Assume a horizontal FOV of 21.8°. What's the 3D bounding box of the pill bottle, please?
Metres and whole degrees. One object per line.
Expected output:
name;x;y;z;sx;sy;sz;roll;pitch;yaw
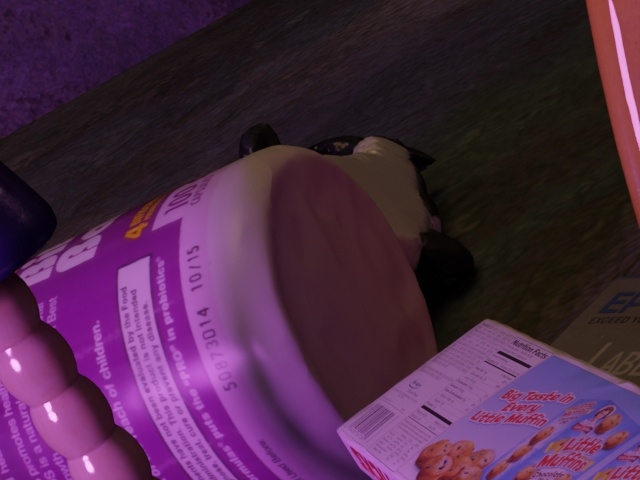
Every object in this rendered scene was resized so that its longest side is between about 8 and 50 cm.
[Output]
pill bottle;-0.106;0.082;0.826;0.301;0.169;0.169;-24;18;25

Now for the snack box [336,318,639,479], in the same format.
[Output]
snack box;0.059;0.062;0.462;0.064;0.022;0.178;-34;15;-9

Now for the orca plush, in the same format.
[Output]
orca plush;0.000;0.000;1.006;0.102;0.151;0.287;-60;13;16

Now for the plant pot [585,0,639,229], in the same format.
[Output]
plant pot;0.221;-0.096;0.722;0.212;0.187;0.212;-25;17;24

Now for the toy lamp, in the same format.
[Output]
toy lamp;-0.092;0.072;0.634;0.080;0.275;0.080;-28;16;9

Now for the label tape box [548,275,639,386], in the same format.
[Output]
label tape box;0.152;0.080;0.473;0.333;0.106;0.240;-40;19;-27
